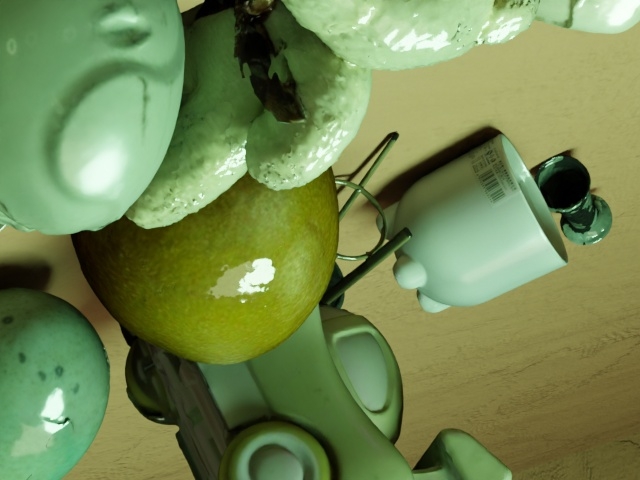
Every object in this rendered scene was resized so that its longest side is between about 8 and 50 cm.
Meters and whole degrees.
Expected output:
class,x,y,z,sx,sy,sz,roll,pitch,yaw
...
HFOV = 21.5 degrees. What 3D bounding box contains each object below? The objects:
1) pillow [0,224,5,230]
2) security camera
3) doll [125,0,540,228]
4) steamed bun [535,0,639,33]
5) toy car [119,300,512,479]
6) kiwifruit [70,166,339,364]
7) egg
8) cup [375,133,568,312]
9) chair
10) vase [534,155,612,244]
class,x,y,z,sx,sy,sz,roll,pitch,yaw
pillow,-0.295,0.016,1.070,0.233,0.038,0.130,-51,130,-2
security camera,-0.189,-0.086,0.853,0.277,0.191,0.197,-8,-173,-41
doll,-0.029,-0.119,0.952,0.278,0.175,0.149,-39,171,24
steamed bun,0.154,-0.212,0.976,0.183,0.183,0.106,-38,167,36
toy car,-0.023,0.120,1.394,0.226,0.336,0.242,-20,161,-17
kiwifruit,-0.080,-0.012,1.185,0.196,0.196,0.234,-23,166,-5
egg,-0.268,0.132,1.385,0.169,0.169,0.236,-5,156,-45
cup,0.133,-0.020,1.572,0.142,0.173,0.134,-27,130,15
chair,0.001,0.000,1.491,0.095,0.104,0.221,8,147,-15
vase,0.262,-0.039,1.740,0.059,0.059,0.167,-28,161,10
